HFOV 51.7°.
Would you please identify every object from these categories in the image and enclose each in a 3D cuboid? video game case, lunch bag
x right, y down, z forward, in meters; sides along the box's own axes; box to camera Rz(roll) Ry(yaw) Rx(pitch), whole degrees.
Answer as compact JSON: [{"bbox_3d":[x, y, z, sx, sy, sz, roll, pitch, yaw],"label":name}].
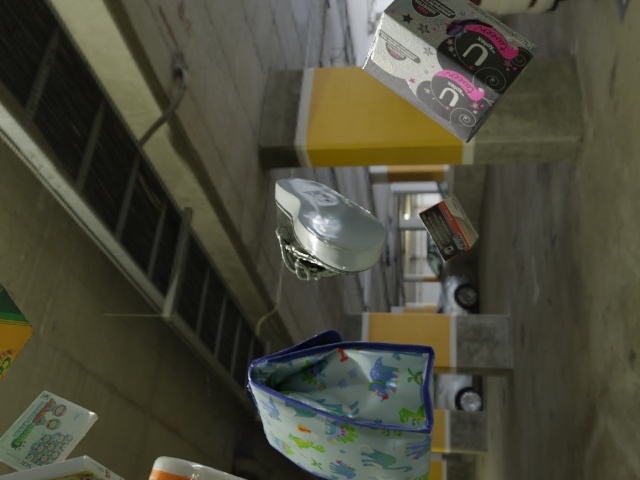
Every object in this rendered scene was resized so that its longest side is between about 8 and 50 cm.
[{"bbox_3d":[-0.423,0.410,1.053,0.206,0.227,0.026,67,-169,-50],"label":"video game case"},{"bbox_3d":[-0.546,0.384,1.308,0.157,0.143,0.019,-55,-28,-40],"label":"video game case"},{"bbox_3d":[0.020,0.148,0.568,0.129,0.151,0.096,83,-169,-46],"label":"lunch bag"}]

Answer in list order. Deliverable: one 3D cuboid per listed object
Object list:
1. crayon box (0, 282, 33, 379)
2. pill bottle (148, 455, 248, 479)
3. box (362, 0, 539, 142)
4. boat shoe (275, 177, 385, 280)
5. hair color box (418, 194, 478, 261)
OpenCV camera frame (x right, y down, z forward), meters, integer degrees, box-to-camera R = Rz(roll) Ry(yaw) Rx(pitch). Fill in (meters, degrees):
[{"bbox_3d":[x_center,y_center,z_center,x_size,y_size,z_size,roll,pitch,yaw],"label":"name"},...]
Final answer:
[{"bbox_3d":[-0.638,0.220,1.155,0.165,0.081,0.278,90,-162,-53],"label":"crayon box"},{"bbox_3d":[-0.271,0.629,1.238,0.224,0.224,0.392,71,-148,-62],"label":"pill bottle"},{"bbox_3d":[0.223,-0.323,1.174,0.142,0.247,0.163,-51,-7,-24],"label":"box"},{"bbox_3d":[-0.004,0.000,0.885,0.306,0.113,0.105,-139,53,-61],"label":"boat shoe"},{"bbox_3d":[0.226,-0.025,1.150,0.093,0.053,0.167,61,-160,2],"label":"hair color box"}]
